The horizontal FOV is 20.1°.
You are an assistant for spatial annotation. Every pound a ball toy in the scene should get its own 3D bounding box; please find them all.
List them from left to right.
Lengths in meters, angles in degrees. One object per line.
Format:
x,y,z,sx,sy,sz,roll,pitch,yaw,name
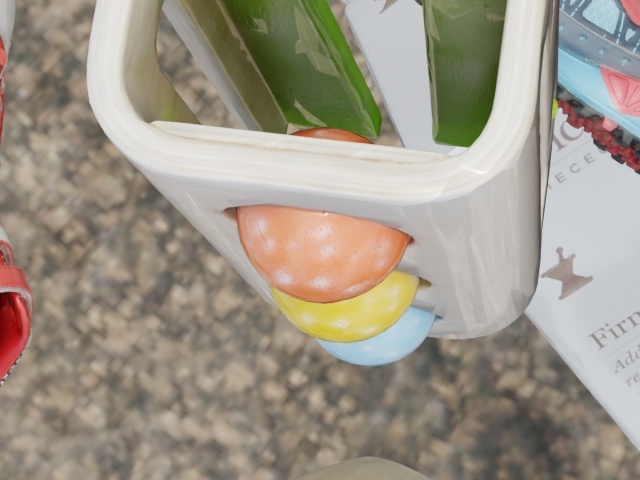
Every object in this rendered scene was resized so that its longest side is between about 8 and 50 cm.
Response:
0.051,-0.031,0.596,0.208,0.319,0.136,8,81,8,pound a ball toy

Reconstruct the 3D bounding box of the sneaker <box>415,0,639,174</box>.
0.149,-0.141,1.024,0.262,0.104,0.125,36,87,-19,sneaker

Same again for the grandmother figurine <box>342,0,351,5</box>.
0.152,-0.308,1.951,0.104,0.342,0.208,56,142,20,grandmother figurine

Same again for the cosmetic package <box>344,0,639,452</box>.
0.279,-0.090,1.503,0.329,0.327,0.394,-35,120,11,cosmetic package

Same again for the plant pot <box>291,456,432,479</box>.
0.035,0.293,1.499,0.284,0.191,0.284,27,154,14,plant pot

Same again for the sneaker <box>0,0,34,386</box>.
-0.182,-0.034,0.902,0.145,0.090,0.270,38,114,37,sneaker
